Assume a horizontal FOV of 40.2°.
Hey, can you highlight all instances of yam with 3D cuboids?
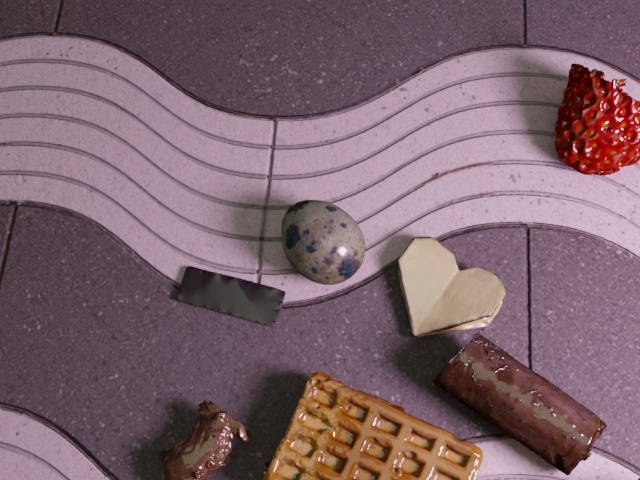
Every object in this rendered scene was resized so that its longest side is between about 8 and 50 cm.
[{"bbox_3d":[0.333,0.269,1.470,0.280,0.131,0.131,35,74,17],"label":"yam"}]

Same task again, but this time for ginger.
[{"bbox_3d":[-0.239,0.410,1.474,0.122,0.084,0.290,30,73,8],"label":"ginger"}]

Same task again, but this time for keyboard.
[{"bbox_3d":[-0.168,0.104,1.633,0.197,0.015,0.074,14,73,10],"label":"keyboard"}]

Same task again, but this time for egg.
[{"bbox_3d":[0.000,0.000,1.600,0.141,0.141,0.181,-37,62,-11],"label":"egg"}]

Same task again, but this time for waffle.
[{"bbox_3d":[0.085,0.378,1.461,0.328,0.098,0.224,24,70,12],"label":"waffle"}]

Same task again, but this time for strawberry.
[{"bbox_3d":[0.529,-0.210,1.651,0.234,0.234,0.178,41,104,17],"label":"strawberry"}]

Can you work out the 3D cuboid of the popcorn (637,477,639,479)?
[{"bbox_3d":[0.522,0.501,1.324,0.286,0.215,0.252,-49,41,-16],"label":"popcorn"}]

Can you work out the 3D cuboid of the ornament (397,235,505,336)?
[{"bbox_3d":[0.216,0.101,1.588,0.201,0.059,0.180,33,75,18],"label":"ornament"}]
